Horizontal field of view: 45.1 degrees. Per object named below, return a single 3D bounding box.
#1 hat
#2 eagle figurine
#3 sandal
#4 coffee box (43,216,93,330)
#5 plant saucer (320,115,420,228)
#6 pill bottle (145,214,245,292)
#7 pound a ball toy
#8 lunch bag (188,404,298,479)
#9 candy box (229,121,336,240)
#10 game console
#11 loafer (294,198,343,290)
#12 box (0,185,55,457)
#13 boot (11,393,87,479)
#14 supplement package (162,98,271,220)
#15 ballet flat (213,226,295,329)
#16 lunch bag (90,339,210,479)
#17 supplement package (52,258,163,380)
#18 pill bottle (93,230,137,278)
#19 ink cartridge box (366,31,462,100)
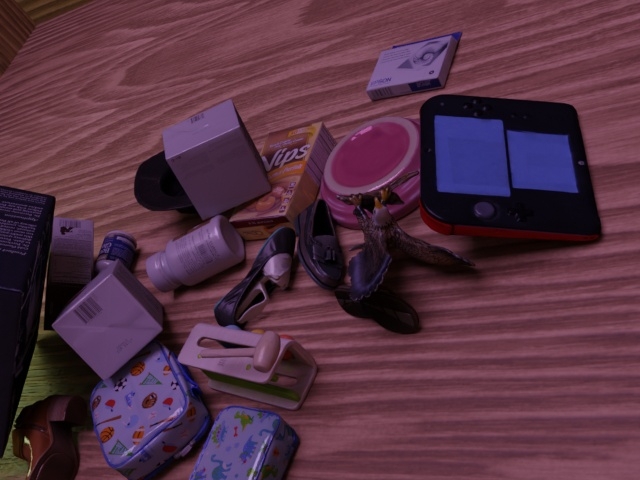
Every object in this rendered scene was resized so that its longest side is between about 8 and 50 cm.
[{"bbox_3d":[-0.346,-0.156,2.154,0.331,0.134,0.332,-8,46,9],"label":"hat"},{"bbox_3d":[0.143,0.003,1.574,0.226,0.225,0.298,-44,49,22],"label":"eagle figurine"},{"bbox_3d":[0.119,0.128,1.585,0.060,0.090,0.219,-35,26,-31],"label":"sandal"},{"bbox_3d":[-0.694,0.092,2.133,0.297,0.118,0.168,-110,32,-49],"label":"coffee box"},{"bbox_3d":[0.135,-0.180,1.848,0.332,0.084,0.332,-21,42,21],"label":"plant saucer"},{"bbox_3d":[-0.318,0.040,1.945,0.229,0.131,0.131,-26,41,15],"label":"pill bottle"},{"bbox_3d":[-0.151,0.226,1.582,0.319,0.208,0.136,3,55,40],"label":"pound a ball toy"},{"bbox_3d":[-0.155,0.431,1.482,0.176,0.090,0.219,-1,52,35],"label":"lunch bag"},{"bbox_3d":[-0.094,-0.154,1.992,0.182,0.087,0.317,-5,50,34],"label":"candy box"},{"bbox_3d":[0.371,-0.158,1.563,0.341,0.060,0.387,2,50,6],"label":"game console"},{"bbox_3d":[0.000,0.000,1.755,0.084,0.096,0.268,-53,31,25],"label":"loafer"},{"bbox_3d":[-0.841,0.172,1.853,0.472,0.297,0.480,-104,28,-60],"label":"box"},{"bbox_3d":[-0.669,0.497,1.805,0.220,0.109,0.284,-16,55,36],"label":"boot"},{"bbox_3d":[-0.256,-0.199,1.908,0.194,0.203,0.149,-23,39,3],"label":"supplement package"},{"bbox_3d":[-0.130,0.100,1.788,0.096,0.095,0.280,37,89,40],"label":"ballet flat"},{"bbox_3d":[-0.371,0.370,1.690,0.243,0.115,0.303,-39,39,-4],"label":"lunch bag"},{"bbox_3d":[-0.495,0.177,1.828,0.177,0.175,0.293,-42,12,-6],"label":"supplement package"},{"bbox_3d":[-0.575,0.063,2.147,0.094,0.094,0.170,-17,44,24],"label":"pill bottle"},{"bbox_3d":[0.252,-0.484,2.076,0.223,0.045,0.224,-4,50,35],"label":"ink cartridge box"}]
